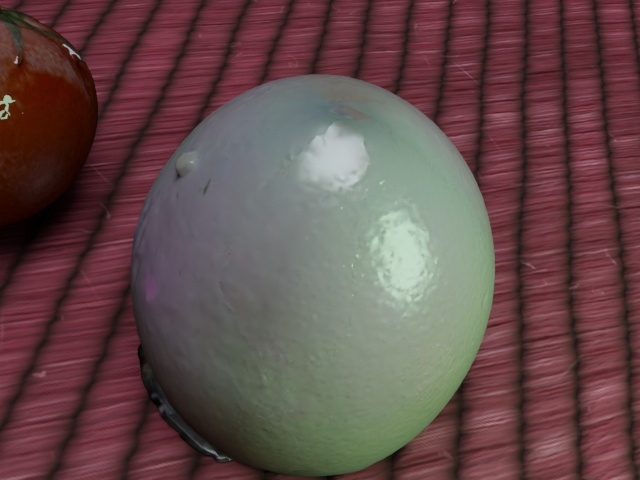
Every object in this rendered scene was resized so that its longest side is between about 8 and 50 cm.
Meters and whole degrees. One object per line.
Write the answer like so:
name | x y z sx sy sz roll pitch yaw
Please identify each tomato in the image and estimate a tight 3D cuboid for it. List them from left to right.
tomato | -0.373 -0.132 0.871 0.265 0.265 0.265 5 49 -6

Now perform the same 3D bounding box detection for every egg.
egg | 0.000 0.000 0.770 0.354 0.340 0.354 6 51 -7
